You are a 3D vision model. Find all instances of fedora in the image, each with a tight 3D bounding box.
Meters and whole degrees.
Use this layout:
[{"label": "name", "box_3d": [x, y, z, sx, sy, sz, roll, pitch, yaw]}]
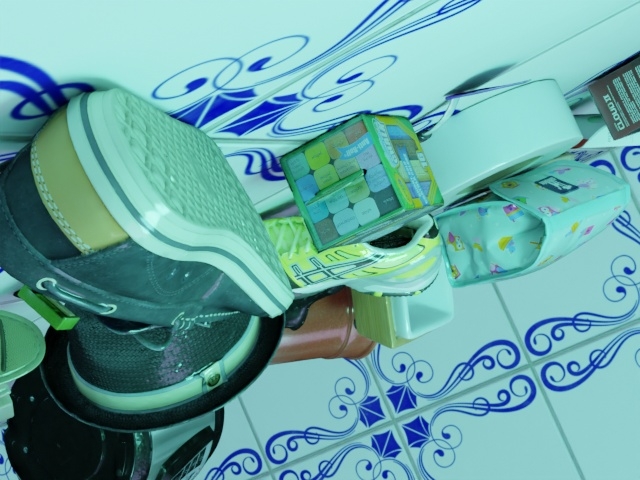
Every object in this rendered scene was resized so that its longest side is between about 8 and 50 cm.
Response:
[{"label": "fedora", "box_3d": [-0.216, 0.086, 1.508, 0.334, 0.334, 0.153, -22, 137, -15]}]

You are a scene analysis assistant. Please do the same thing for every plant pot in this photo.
[{"label": "plant pot", "box_3d": [-0.063, 0.121, 2.207, 0.265, 0.273, 0.272, -10, 167, -32]}]

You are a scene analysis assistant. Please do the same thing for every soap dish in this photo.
[{"label": "soap dish", "box_3d": [0.138, 0.032, 2.073, 0.118, 0.291, 0.229, -6, -176, 31]}]

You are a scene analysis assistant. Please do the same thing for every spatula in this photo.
[{"label": "spatula", "box_3d": [0.156, -0.162, 1.570, 0.084, 0.030, 0.296, -17, 171, -42]}]

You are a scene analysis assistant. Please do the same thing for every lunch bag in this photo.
[{"label": "lunch bag", "box_3d": [0.346, -0.032, 1.880, 0.223, 0.160, 0.262, -18, 177, -36]}]

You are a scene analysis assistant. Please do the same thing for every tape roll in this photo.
[{"label": "tape roll", "box_3d": [0.257, -0.142, 1.796, 0.286, 0.100, 0.286, -24, 174, -3]}]

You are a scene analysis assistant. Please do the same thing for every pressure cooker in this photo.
[{"label": "pressure cooker", "box_3d": [-0.409, 0.369, 2.456, 0.369, 0.376, 0.420, 1, -175, 25]}]

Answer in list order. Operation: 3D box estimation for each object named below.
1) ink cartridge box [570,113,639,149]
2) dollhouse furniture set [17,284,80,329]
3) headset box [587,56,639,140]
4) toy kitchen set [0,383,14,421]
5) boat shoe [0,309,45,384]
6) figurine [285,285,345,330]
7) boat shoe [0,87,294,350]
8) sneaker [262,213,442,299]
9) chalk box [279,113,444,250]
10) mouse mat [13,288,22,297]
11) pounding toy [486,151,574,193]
[{"label": "ink cartridge box", "box_3d": [0.459, -0.200, 2.107, 0.224, 0.056, 0.181, -3, -170, -20]}, {"label": "dollhouse furniture set", "box_3d": [-0.236, 0.013, 1.160, 0.152, 0.058, 0.076, -53, 170, 3]}, {"label": "headset box", "box_3d": [0.608, -0.276, 1.921, 0.218, 0.110, 0.293, -19, 173, -44]}, {"label": "toy kitchen set", "box_3d": [-0.565, 0.203, 1.733, 0.166, 0.122, 0.207, -21, 153, -23]}, {"label": "boat shoe", "box_3d": [-0.507, 0.157, 1.466, 0.302, 0.113, 0.103, -9, 169, -26]}, {"label": "figurine", "box_3d": [-0.075, 0.081, 1.971, 0.214, 0.092, 0.209, 9, 134, -34]}, {"label": "boat shoe", "box_3d": [-0.148, -0.004, 1.057, 0.156, 0.187, 0.500, -29, 167, 8]}, {"label": "sneaker", "box_3d": [0.000, 0.000, 1.779, 0.384, 0.145, 0.147, -4, 143, -8]}, {"label": "chalk box", "box_3d": [0.045, -0.073, 1.449, 0.132, 0.132, 0.213, -25, 173, 23]}, {"label": "mouse mat", "box_3d": [-0.347, 0.055, 1.639, 0.152, 0.007, 0.190, -24, 175, -5]}, {"label": "pounding toy", "box_3d": [0.386, -0.151, 2.211, 0.181, 0.094, 0.206, -15, -154, -30]}]
